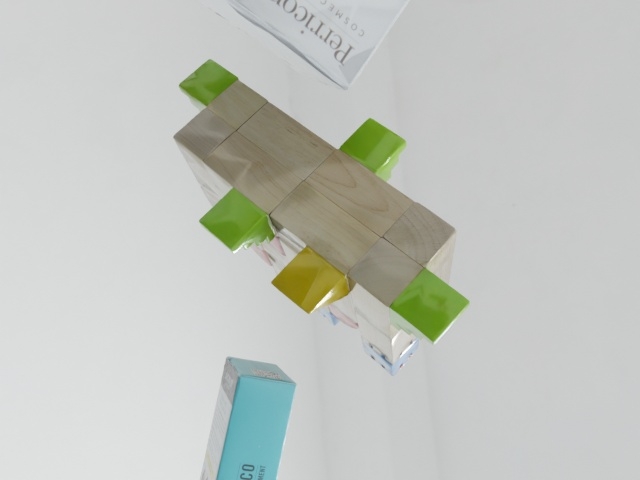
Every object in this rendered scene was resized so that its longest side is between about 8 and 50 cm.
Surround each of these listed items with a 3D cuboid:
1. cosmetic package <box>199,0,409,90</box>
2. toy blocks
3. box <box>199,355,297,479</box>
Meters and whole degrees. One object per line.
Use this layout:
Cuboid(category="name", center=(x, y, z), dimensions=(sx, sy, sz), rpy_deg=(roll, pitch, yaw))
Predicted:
Cuboid(category="cosmetic package", center=(0.043, -0.395, 0.553), dimensions=(0.453, 0.230, 0.161), rpy_deg=(-56, -152, 7))
Cuboid(category="toy blocks", center=(0.000, 0.000, 0.695), dimensions=(0.381, 0.191, 0.261), rpy_deg=(38, -16, 22))
Cuboid(category="box", center=(-0.087, 0.250, 0.623), dimensions=(0.100, 0.060, 0.244), rpy_deg=(-178, -79, -74))
